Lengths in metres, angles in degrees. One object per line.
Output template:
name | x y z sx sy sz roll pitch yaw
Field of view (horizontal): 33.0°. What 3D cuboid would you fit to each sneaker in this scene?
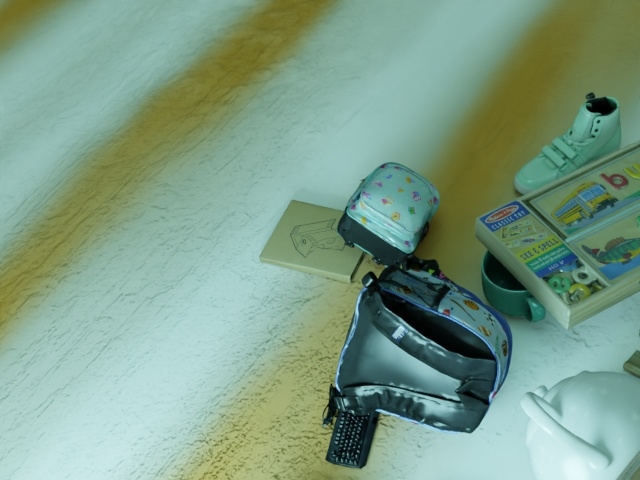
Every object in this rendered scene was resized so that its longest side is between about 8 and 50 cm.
sneaker | 0.490 -0.198 2.156 0.256 0.151 0.094 -30 51 -14
sneaker | 0.212 0.078 2.013 0.170 0.075 0.063 31 60 33

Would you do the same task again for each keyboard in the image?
keyboard | 0.049 0.300 1.872 0.100 0.038 0.192 4 48 16

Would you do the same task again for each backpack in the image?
backpack | 0.184 0.190 1.810 0.263 0.276 0.213 26 34 20
backpack | 0.142 -0.064 2.104 0.166 0.144 0.188 31 48 4

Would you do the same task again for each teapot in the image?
teapot | 0.400 0.289 1.654 0.187 0.256 0.252 39 55 23

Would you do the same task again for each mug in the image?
mug | 0.356 0.083 1.964 0.129 0.097 0.157 8 51 18

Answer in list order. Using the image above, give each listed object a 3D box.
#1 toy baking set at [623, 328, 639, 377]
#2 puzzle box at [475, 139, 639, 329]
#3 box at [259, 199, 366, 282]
toy baking set | 0.652 0.200 1.841 0.256 0.030 0.196 6 50 17
puzzle box | 0.520 -0.027 1.940 0.409 0.052 0.272 -26 48 -17
box | 0.000 0.000 2.166 0.201 0.021 0.164 13 52 21
